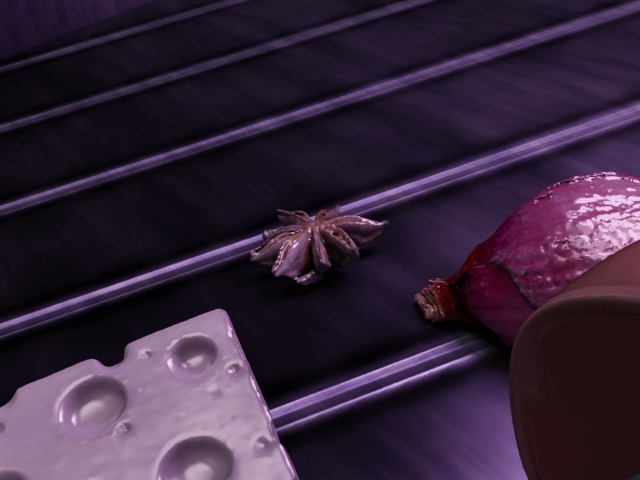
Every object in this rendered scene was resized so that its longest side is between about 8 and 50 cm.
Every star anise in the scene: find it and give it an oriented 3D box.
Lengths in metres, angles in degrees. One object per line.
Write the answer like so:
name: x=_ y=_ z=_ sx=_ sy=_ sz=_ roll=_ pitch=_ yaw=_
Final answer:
star anise: x=0.000 y=0.000 z=1.358 sx=0.195 sy=0.065 sz=0.182 roll=-12 pitch=26 yaw=9

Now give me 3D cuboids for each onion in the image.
onion: x=0.272 y=0.015 z=1.143 sx=0.349 sy=0.159 sz=0.267 roll=-5 pitch=29 yaw=11

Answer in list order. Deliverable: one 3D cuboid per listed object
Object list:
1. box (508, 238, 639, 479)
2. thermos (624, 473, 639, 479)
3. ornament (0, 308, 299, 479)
box: x=0.329 y=0.124 z=0.825 sx=0.301 sy=0.301 sz=0.216 roll=15 pitch=38 yaw=38
thermos: x=0.206 y=0.292 z=0.669 sx=0.145 sy=0.182 sz=0.286 roll=48 pitch=50 yaw=8
ornament: x=-0.124 y=0.246 z=0.769 sx=0.240 sy=0.239 sz=0.239 roll=-23 pitch=49 yaw=-9
